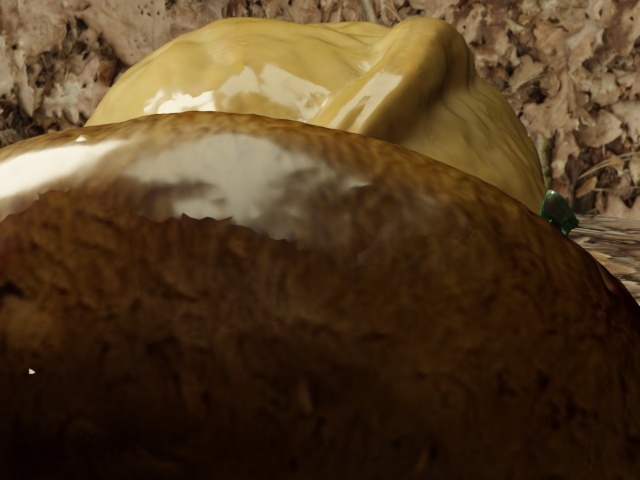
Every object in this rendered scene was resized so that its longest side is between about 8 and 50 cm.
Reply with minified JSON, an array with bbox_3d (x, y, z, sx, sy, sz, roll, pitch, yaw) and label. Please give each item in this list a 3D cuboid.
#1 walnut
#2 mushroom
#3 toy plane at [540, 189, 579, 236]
[{"bbox_3d":[0.000,0.000,1.144,0.381,0.381,0.381,3,8,0],"label":"walnut"},{"bbox_3d":[-0.016,0.091,0.629,0.345,0.239,0.345,6,-6,1],"label":"mushroom"},{"bbox_3d":[0.197,0.075,0.854,0.382,0.106,0.155,28,-13,12],"label":"toy plane"}]
